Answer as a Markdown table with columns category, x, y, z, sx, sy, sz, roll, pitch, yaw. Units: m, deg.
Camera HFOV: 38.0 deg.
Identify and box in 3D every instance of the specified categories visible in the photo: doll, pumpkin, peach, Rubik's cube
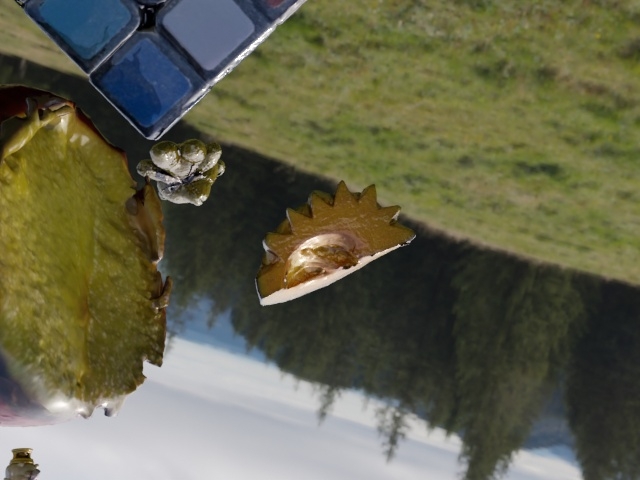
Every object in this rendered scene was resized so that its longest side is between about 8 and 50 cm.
| category | x | y | z | sx | sy | sz | roll | pitch | yaw |
| --- | --- | --- | --- | --- | --- | --- | --- | --- | --- |
| doll | -0.218 | -0.108 | 1.493 | 0.137 | 0.097 | 0.209 | -20 | 170 | -1 |
| pumpkin | 0.000 | 0.000 | 1.433 | 0.254 | 0.130 | 0.149 | -23 | 172 | -9 |
| doll | -0.636 | 0.512 | 1.996 | 0.084 | 0.127 | 0.073 | -13 | 158 | 21 |
| peach | -0.346 | 0.025 | 1.044 | 0.339 | 0.353 | 0.416 | 46 | 178 | -42 |
| Rubik's cube | -0.202 | -0.399 | 1.246 | 0.359 | 0.362 | 0.363 | 44 | -167 | -13 |
